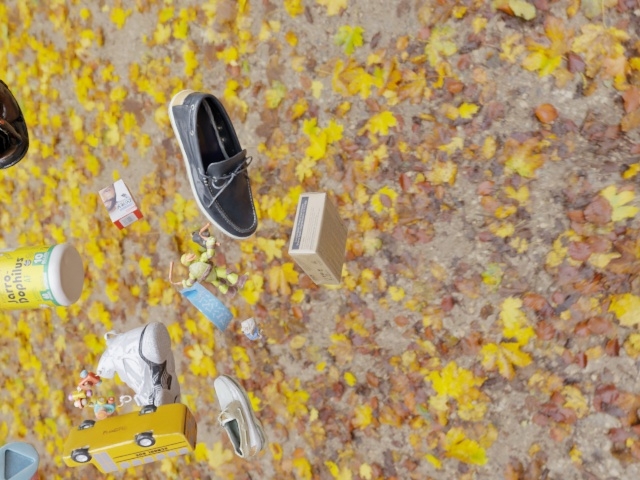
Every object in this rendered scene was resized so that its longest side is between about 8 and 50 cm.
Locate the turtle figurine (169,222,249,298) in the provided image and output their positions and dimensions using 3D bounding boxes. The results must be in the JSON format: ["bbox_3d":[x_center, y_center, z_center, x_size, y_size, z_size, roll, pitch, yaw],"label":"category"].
[{"bbox_3d":[-0.329,0.084,1.616,0.217,0.087,0.269,29,118,-17],"label":"turtle figurine"}]

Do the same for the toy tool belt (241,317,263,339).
[{"bbox_3d":[-0.178,0.244,1.424,0.052,0.083,0.051,-27,58,-1],"label":"toy tool belt"}]

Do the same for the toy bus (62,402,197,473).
[{"bbox_3d":[-0.525,0.552,1.488,0.333,0.108,0.130,-14,126,1],"label":"toy bus"}]

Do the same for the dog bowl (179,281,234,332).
[{"bbox_3d":[-0.414,0.236,1.969,0.166,0.074,0.297,51,163,-28],"label":"dog bowl"}]

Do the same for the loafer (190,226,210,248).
[{"bbox_3d":[-0.398,-0.003,1.790,0.170,0.061,0.062,-148,51,-70],"label":"loafer"}]

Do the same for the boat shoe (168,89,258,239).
[{"bbox_3d":[-0.307,-0.224,1.657,0.156,0.187,0.499,3,119,46],"label":"boat shoe"}]

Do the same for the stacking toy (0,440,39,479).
[{"bbox_3d":[-0.964,0.739,1.547,0.130,0.309,0.279,-45,61,39],"label":"stacking toy"}]

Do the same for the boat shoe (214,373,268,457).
[{"bbox_3d":[-0.298,0.606,1.868,0.302,0.103,0.113,53,130,22],"label":"boat shoe"}]

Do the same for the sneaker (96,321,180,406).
[{"bbox_3d":[-0.580,0.446,1.720,0.210,0.137,0.365,-6,94,11],"label":"sneaker"}]

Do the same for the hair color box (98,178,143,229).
[{"bbox_3d":[-0.681,-0.124,1.828,0.093,0.053,0.167,-32,55,-10],"label":"hair color box"}]

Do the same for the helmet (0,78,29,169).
[{"bbox_3d":[-0.577,-0.180,0.855,0.162,0.169,0.169,-17,83,-4],"label":"helmet"}]

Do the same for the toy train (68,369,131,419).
[{"bbox_3d":[-0.593,0.418,1.425,0.125,0.166,0.046,-33,34,10],"label":"toy train"}]

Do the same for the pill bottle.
[{"bbox_3d":[-0.565,0.071,0.994,0.209,0.117,0.117,-4,93,-1],"label":"pill bottle"}]

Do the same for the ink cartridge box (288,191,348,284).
[{"bbox_3d":[0.000,0.000,1.567,0.088,0.234,0.193,-1,62,21],"label":"ink cartridge box"}]
